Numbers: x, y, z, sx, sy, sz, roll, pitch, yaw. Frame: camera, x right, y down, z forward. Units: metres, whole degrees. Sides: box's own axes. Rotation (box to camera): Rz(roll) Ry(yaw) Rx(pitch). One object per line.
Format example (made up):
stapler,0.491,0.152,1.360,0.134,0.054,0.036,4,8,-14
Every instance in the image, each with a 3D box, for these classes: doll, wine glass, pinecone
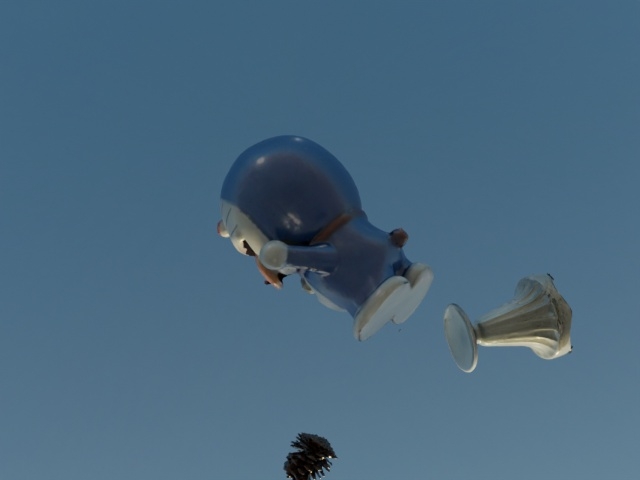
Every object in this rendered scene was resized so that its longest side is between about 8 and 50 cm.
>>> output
doll,0.000,0.000,0.873,0.257,0.215,0.161,47,-69,20
wine glass,0.340,0.155,1.438,0.197,0.165,0.164,-11,-82,-17
pinecone,-0.017,0.336,1.195,0.077,0.077,0.083,28,-108,-5
